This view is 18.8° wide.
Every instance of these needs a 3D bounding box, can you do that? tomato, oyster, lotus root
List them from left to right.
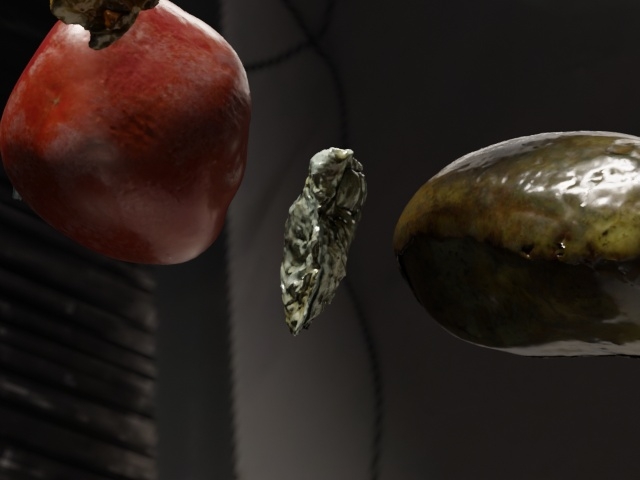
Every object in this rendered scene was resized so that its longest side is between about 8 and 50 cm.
[{"bbox_3d":[-0.128,-0.076,1.311,0.187,0.151,0.187,-13,66,32],"label":"tomato"},{"bbox_3d":[0.000,0.000,1.651,0.125,0.064,0.177,-100,26,-77],"label":"oyster"},{"bbox_3d":[0.169,-0.001,1.343,0.275,0.160,0.152,-2,53,49],"label":"lotus root"}]

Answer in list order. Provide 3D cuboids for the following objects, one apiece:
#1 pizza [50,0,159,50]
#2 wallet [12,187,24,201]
[{"bbox_3d":[-0.085,-0.197,1.107,0.194,0.069,0.154,-14,45,49],"label":"pizza"},{"bbox_3d":[-0.263,-0.077,2.070,0.026,0.129,0.088,-107,23,-65],"label":"wallet"}]
